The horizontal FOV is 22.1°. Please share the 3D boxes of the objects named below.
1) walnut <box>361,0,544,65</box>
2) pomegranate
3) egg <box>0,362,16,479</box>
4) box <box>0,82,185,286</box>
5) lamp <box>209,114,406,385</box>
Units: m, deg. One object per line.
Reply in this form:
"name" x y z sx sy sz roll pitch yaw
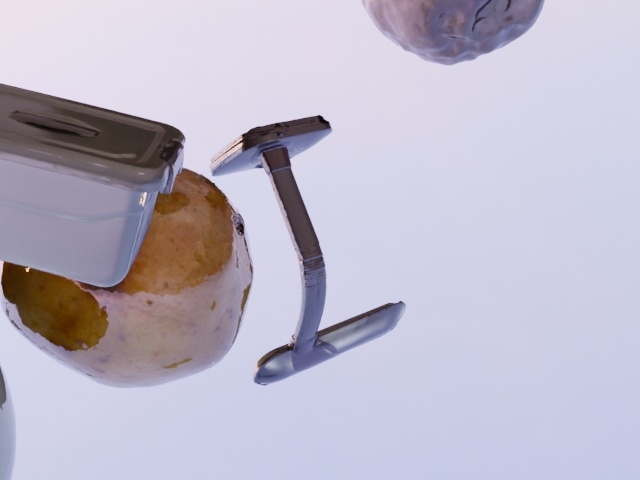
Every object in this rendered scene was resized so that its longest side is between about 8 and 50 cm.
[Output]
"walnut" 0.163 -0.343 1.924 0.273 0.273 0.227 -8 -131 -24
"pomegranate" -0.192 0.029 1.617 0.260 0.260 0.260 0 -161 0
"egg" -0.424 0.210 1.504 0.278 0.336 0.278 11 -145 -8
"box" -0.183 -0.037 1.082 0.172 0.093 0.124 14 -160 0
"lamp" 0.005 0.002 1.790 0.203 0.283 0.124 -17 -172 -37
